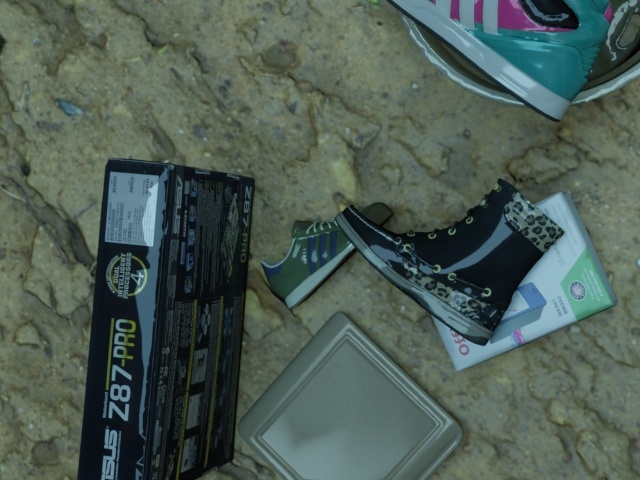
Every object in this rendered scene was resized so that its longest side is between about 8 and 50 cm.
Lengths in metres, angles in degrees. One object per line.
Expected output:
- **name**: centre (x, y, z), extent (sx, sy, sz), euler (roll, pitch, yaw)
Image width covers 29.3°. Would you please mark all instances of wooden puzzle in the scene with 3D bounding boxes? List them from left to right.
- **wooden puzzle**: centre (0.038, 0.249, 1.610), extent (0.238, 0.044, 0.221), euler (44, 101, 16)

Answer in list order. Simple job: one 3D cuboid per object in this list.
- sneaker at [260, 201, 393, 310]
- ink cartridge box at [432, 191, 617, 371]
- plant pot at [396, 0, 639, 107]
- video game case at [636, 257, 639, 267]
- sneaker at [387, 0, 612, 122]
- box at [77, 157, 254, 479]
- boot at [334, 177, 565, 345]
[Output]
- **sneaker**: centre (0.000, 0.000, 1.606), extent (0.192, 0.064, 0.086), euler (-44, 84, 14)
- **ink cartridge box**: centre (0.239, 0.052, 1.525), extent (0.212, 0.093, 0.154), euler (-25, 83, 16)
- **plant pot**: centre (0.272, -0.303, 1.408), extent (0.333, 0.305, 0.334), euler (0, 90, 16)
- **video game case**: centre (0.492, 0.039, 1.491), extent (0.157, 0.019, 0.143), euler (-36, 81, 12)
- **sneaker**: centre (0.170, -0.273, 1.211), extent (0.295, 0.124, 0.178), euler (38, 105, 5)
- **box**: centre (-0.181, 0.104, 1.526), extent (0.097, 0.318, 0.395), euler (5, 92, 17)
- **boot**: centre (0.154, -0.010, 1.462), extent (0.236, 0.085, 0.179), euler (39, 96, 10)
